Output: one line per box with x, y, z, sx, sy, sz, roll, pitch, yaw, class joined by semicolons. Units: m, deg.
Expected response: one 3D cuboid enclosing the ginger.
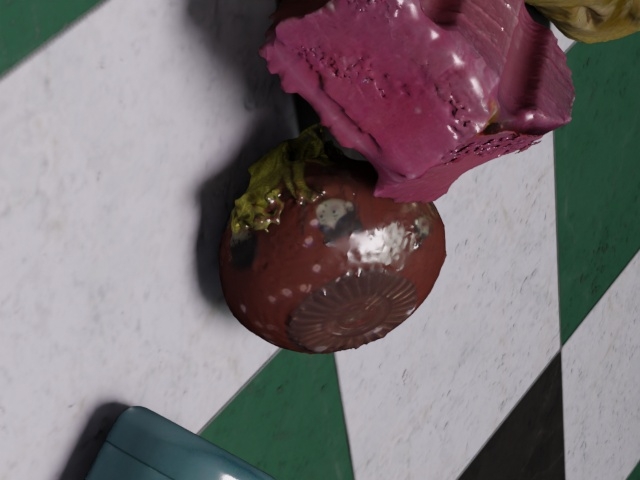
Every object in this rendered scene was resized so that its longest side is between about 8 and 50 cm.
0.194;-0.232;1.247;0.263;0.109;0.116;22;85;-60;ginger

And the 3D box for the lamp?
0.005;-0.001;1.069;0.156;0.135;0.157;-5;143;-20;lamp

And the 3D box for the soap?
0.075;-0.132;1.033;0.182;0.112;0.289;53;24;-14;soap

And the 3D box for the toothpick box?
-0.114;0.210;1.007;0.184;0.120;0.120;-62;149;-8;toothpick box
